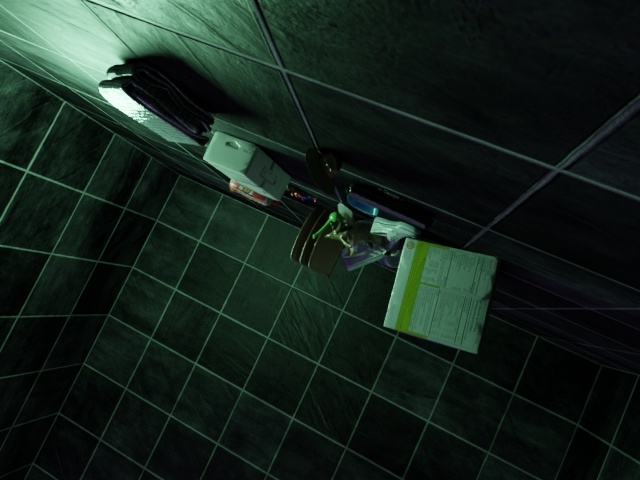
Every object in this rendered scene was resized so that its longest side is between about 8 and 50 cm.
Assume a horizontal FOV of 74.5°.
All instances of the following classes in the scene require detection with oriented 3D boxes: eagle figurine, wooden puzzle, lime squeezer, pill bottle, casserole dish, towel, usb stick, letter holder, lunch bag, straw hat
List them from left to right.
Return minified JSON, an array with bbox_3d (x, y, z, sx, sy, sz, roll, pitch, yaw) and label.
[{"bbox_3d":[-0.470,-0.400,1.233,0.235,0.121,0.284,19,171,44],"label":"towel"},{"bbox_3d":[-0.311,-0.245,2.059,0.258,0.120,0.293,29,178,-12],"label":"lunch bag"},{"bbox_3d":[0.000,0.000,2.084,0.215,0.301,0.152,26,175,-8],"label":"letter holder"},{"bbox_3d":[0.024,-0.199,1.119,0.061,0.144,0.144,-25,148,26],"label":"straw hat"},{"bbox_3d":[0.102,-0.081,1.953,0.311,0.109,0.059,-7,176,-32],"label":"lime squeezer"},{"bbox_3d":[0.177,-0.030,1.822,0.298,0.225,0.226,-6,-122,-32],"label":"eagle figurine"},{"bbox_3d":[0.150,-0.132,1.433,0.114,0.037,0.188,24,176,8],"label":"casserole dish"},{"bbox_3d":[0.370,0.087,2.287,0.112,0.112,0.187,26,175,-13],"label":"pill bottle"},{"bbox_3d":[0.211,-0.106,1.292,0.278,0.045,0.077,24,-168,5],"label":"usb stick"},{"bbox_3d":[0.211,-0.134,1.253,0.083,0.006,0.049,25,176,7],"label":"wooden puzzle"}]

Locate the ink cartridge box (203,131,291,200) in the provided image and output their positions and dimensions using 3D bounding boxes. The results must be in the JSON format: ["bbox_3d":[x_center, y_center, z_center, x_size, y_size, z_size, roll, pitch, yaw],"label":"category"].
[{"bbox_3d":[-0.269,-0.272,1.578,0.207,0.117,0.283,24,175,24],"label":"ink cartridge box"}]

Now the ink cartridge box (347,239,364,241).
[{"bbox_3d":[0.144,-0.012,2.359,0.273,0.114,0.197,24,175,10],"label":"ink cartridge box"}]

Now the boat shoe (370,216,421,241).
[{"bbox_3d":[0.286,-0.030,1.613,0.083,0.075,0.226,28,175,-36],"label":"boat shoe"}]

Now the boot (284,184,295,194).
[{"bbox_3d":[-0.145,-0.232,1.926,0.114,0.037,0.106,15,172,43],"label":"boot"}]

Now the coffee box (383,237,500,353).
[{"bbox_3d":[0.469,0.220,1.594,0.335,0.338,0.338,13,171,23],"label":"coffee box"}]

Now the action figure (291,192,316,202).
[{"bbox_3d":[-0.077,-0.195,1.897,0.115,0.030,0.038,17,-179,-3],"label":"action figure"}]

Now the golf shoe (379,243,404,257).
[{"bbox_3d":[0.303,0.021,2.020,0.077,0.093,0.198,27,177,-36],"label":"golf shoe"}]

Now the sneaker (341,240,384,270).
[{"bbox_3d":[0.238,0.030,2.108,0.102,0.282,0.161,167,83,-75],"label":"sneaker"}]
